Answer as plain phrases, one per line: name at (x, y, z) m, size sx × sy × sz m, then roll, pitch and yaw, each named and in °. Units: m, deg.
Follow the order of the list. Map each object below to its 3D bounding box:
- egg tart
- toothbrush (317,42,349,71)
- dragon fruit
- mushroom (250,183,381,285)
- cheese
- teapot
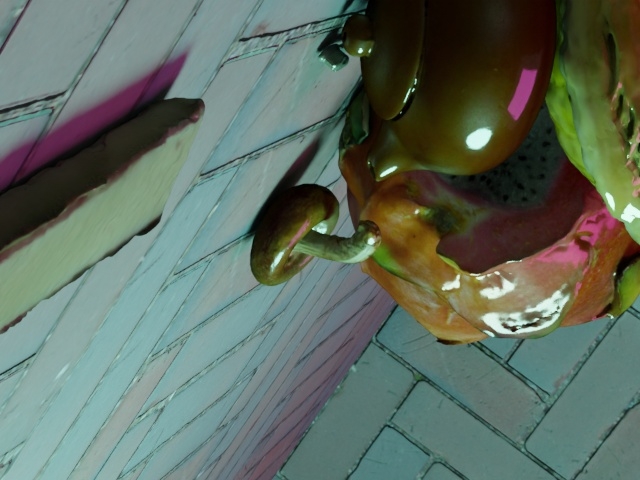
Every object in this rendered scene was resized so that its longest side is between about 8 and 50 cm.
egg tart at (0.284, -0.141, 1.356) m, size 0.169 × 0.388 × 0.388 m, roll -3°, pitch -142°, yaw 48°
toothbrush at (0.031, -0.143, 1.340) m, size 0.014 × 0.017 × 0.194 m, roll -51°, pitch 176°, yaw 20°
dragon fruit at (0.149, -0.061, 1.530) m, size 0.290 × 0.290 × 0.189 m, roll -51°, pitch 168°, yaw -18°
mushroom at (-0.004, -0.010, 1.479) m, size 0.129 × 0.073 × 0.088 m, roll -15°, pitch -176°, yaw 41°
cheese at (-0.158, 0.021, 0.826) m, size 0.085 × 0.034 × 0.400 m, roll -63°, pitch 170°, yaw 31°
teapot at (0.084, -0.152, 1.248) m, size 0.178 × 0.135 × 0.252 m, roll -120°, pitch -144°, yaw -56°
